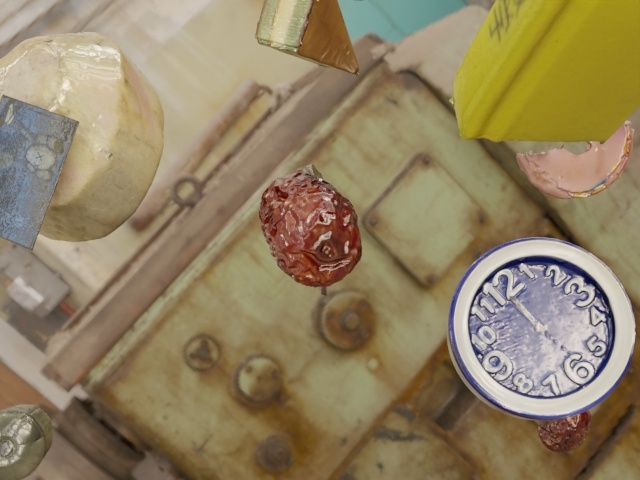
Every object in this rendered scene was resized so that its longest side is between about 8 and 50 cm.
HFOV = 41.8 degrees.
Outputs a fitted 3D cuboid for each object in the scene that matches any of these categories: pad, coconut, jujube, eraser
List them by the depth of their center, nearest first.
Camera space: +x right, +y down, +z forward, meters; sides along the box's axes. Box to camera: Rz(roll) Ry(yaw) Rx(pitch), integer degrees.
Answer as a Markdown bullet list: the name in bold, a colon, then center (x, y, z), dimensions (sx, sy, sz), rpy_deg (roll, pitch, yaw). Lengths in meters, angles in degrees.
- **eraser**: center (0.213, -0.165, 0.685), dimensions (0.226, 0.158, 0.069), rpy_deg (116, 153, -60)
- **jujube**: center (-0.013, -0.017, 0.948), dimensions (0.176, 0.109, 0.112), rpy_deg (-125, 48, -66)
- **pad**: center (-0.421, -0.096, 1.162), dimensions (0.004, 0.127, 0.190), rpy_deg (23, -93, -78)
- **jujube**: center (0.390, 0.292, 1.329), dimensions (0.077, 0.077, 0.129), rpy_deg (-51, -19, -22)
- **coconut**: center (-0.411, -0.167, 1.368), dimensions (0.353, 0.352, 0.352), rpy_deg (-43, 13, 13)

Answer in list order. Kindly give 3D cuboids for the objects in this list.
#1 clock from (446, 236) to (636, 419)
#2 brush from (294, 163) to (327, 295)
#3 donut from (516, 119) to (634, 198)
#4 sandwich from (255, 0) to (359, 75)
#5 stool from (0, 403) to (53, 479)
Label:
- **clock**: center (0.279, 0.114, 1.076), dimensions (0.230, 0.230, 0.083), rpy_deg (-47, -15, -6)
- **brush**: center (0.000, 0.000, 1.314), dimensions (0.071, 0.084, 0.301), rpy_deg (-19, -34, -9)
- **donut**: center (0.529, -0.190, 1.698), dimensions (0.232, 0.199, 0.085), rpy_deg (-57, -22, 18)
- **sandwich**: center (0.001, -0.292, 1.108), dimensions (0.163, 0.079, 0.113), rpy_deg (3, -73, -57)
- **stool**: center (-0.416, 0.272, 1.147), dimensions (0.096, 0.096, 0.110), rpy_deg (-46, 3, -3)
